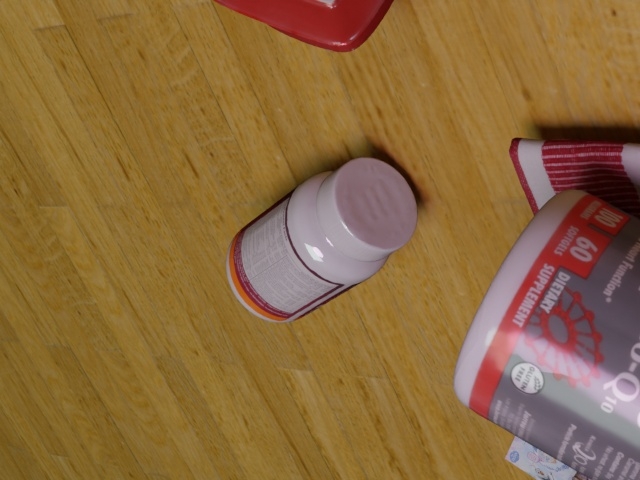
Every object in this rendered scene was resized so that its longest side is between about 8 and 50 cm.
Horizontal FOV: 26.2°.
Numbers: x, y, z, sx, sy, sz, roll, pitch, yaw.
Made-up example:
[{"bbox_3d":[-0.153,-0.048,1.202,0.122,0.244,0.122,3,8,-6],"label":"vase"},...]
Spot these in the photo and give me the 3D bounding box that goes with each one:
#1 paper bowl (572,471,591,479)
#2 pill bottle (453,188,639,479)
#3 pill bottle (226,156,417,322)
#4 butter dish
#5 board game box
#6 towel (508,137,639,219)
[{"bbox_3d":[0.366,0.287,1.287,0.284,0.148,0.284,31,176,2],"label":"paper bowl"},{"bbox_3d":[0.310,0.126,1.118,0.363,0.210,0.210,29,141,16],"label":"pill bottle"},{"bbox_3d":[0.000,0.000,1.440,0.121,0.121,0.221,49,143,-6],"label":"pill bottle"},{"bbox_3d":[0.009,-0.229,1.217,0.160,0.160,0.118,24,162,25],"label":"butter dish"},{"bbox_3d":[0.254,0.235,1.510,0.090,0.020,0.090,32,142,16],"label":"board game box"},{"bbox_3d":[0.334,0.014,1.186,0.329,0.037,0.237,7,136,40],"label":"towel"}]
